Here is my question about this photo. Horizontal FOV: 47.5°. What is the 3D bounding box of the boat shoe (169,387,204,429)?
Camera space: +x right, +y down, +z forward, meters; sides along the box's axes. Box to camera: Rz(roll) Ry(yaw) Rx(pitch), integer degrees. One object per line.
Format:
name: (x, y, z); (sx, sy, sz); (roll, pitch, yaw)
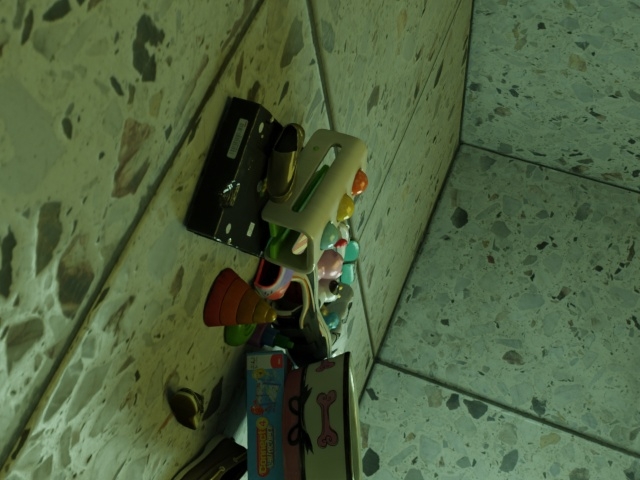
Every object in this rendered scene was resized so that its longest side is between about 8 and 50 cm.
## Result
boat shoe: (-0.249, 0.308, 1.374); (0.152, 0.056, 0.049); (103, 8, -55)

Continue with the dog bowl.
dog bowl: (0.010, 0.461, 1.649); (0.408, 0.150, 0.408); (-5, 90, -85)

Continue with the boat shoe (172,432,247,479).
boat shoe: (-0.247, 0.532, 1.544); (0.324, 0.096, 0.117); (-40, 146, -63)

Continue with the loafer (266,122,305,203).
loafer: (-0.065, -0.138, 1.261); (0.050, 0.056, 0.148); (43, 56, -73)

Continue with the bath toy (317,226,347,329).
bath toy: (0.000, 0.080, 1.838); (0.151, 0.128, 0.348); (-55, 157, -47)

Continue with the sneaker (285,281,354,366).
sneaker: (-0.001, 0.285, 2.045); (0.366, 0.137, 0.210); (-55, 155, -56)

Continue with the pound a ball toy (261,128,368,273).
pound a ball toy: (0.010, -0.066, 1.450); (0.208, 0.135, 0.319); (91, 23, -48)

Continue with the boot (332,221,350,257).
boot: (0.052, -0.021, 2.043); (0.190, 0.069, 0.086); (98, 9, -60)

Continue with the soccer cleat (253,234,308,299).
soccer cleat: (-0.075, 0.012, 1.594); (0.248, 0.083, 0.095); (-66, 160, -10)

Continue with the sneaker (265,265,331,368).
sneaker: (-0.059, 0.194, 1.728); (0.127, 0.126, 0.321); (-43, 128, -57)

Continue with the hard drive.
hard drive: (-0.121, -0.096, 1.328); (0.339, 0.064, 0.237); (28, 80, -74)

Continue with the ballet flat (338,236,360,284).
ballet flat: (0.081, 0.049, 2.237); (0.213, 0.072, 0.068); (93, -6, -46)

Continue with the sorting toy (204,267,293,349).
sorting toy: (-0.123, 0.172, 1.514); (0.365, 0.126, 0.127); (66, 44, -67)

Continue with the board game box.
board game box: (-0.103, 0.440, 1.725); (0.302, 0.086, 0.309); (71, 15, -70)
